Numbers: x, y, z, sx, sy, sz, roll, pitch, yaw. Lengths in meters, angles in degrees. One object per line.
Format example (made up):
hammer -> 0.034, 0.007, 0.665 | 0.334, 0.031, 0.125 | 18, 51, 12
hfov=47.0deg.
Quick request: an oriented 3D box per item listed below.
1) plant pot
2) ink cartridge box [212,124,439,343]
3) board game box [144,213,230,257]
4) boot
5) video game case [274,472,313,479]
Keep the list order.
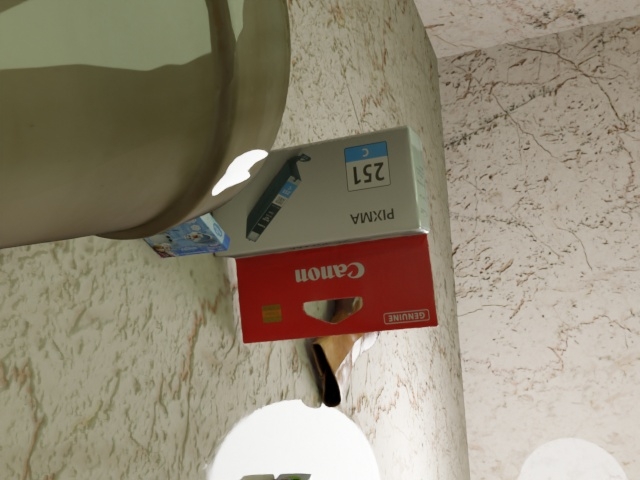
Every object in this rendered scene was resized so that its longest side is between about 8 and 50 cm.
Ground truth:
plant pot -> -0.227, -0.121, 0.465 | 0.280, 0.323, 0.323 | -33, 115, -51
ink cartridge box -> 0.000, 0.000, 1.001 | 0.066, 0.296, 0.261 | 14, 69, -69
board game box -> -0.165, -0.014, 0.851 | 0.090, 0.090, 0.020 | 58, 32, -49
boot -> 0.031, 0.134, 1.410 | 0.280, 0.096, 0.264 | -46, 133, -57
video game case -> -0.053, 0.498, 1.010 | 0.244, 0.061, 0.270 | -24, 105, -69
